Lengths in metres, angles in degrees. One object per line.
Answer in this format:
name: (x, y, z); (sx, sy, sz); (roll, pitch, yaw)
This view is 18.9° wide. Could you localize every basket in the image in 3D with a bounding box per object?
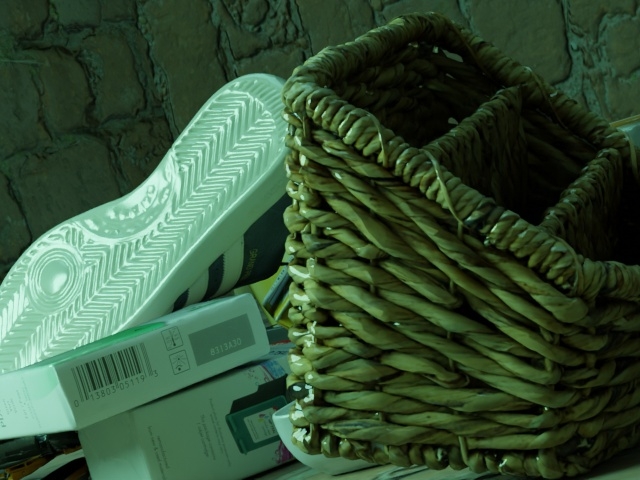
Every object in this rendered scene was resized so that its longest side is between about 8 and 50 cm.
basket: (0.118, -0.012, 1.126); (0.213, 0.223, 0.299); (3, 13, 19)

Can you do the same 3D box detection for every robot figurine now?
robot figurine: (-0.150, 0.151, 1.579); (0.291, 0.085, 0.211); (-17, 1, -11)

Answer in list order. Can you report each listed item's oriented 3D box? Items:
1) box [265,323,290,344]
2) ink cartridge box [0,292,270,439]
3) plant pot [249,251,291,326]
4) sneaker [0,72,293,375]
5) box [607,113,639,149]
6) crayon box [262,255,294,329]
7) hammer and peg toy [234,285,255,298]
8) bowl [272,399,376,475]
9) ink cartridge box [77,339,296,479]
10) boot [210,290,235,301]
box: (0.088, 0.077, 1.954); (0.216, 0.060, 0.270); (-18, 2, -39)
ink cartridge box: (-0.174, 0.098, 1.418); (0.181, 0.056, 0.225); (-20, 6, -39)
plant pot: (0.000, 0.000, 2.280); (0.254, 0.239, 0.254); (-17, 2, 1)
sneaker: (-0.114, 0.016, 1.570); (0.350, 0.131, 0.148); (-37, -29, 15)
box: (0.255, -0.012, 1.402); (0.215, 0.168, 0.345); (-18, 2, -39)
crayon box: (0.040, -0.001, 1.639); (0.203, 0.083, 0.323); (-58, 3, -1)
hammer and peg toy: (-0.205, 0.113, 2.586); (0.361, 0.127, 0.266); (-16, 0, 25)
bowl: (0.051, 0.115, 1.296); (0.142, 0.053, 0.142); (-16, 3, 21)
ink cartridge box: (-0.052, 0.128, 1.441); (0.231, 0.078, 0.134); (-18, 3, -26)
boot: (-0.153, 0.101, 1.727); (0.176, 0.088, 0.244); (-14, -30, -2)
